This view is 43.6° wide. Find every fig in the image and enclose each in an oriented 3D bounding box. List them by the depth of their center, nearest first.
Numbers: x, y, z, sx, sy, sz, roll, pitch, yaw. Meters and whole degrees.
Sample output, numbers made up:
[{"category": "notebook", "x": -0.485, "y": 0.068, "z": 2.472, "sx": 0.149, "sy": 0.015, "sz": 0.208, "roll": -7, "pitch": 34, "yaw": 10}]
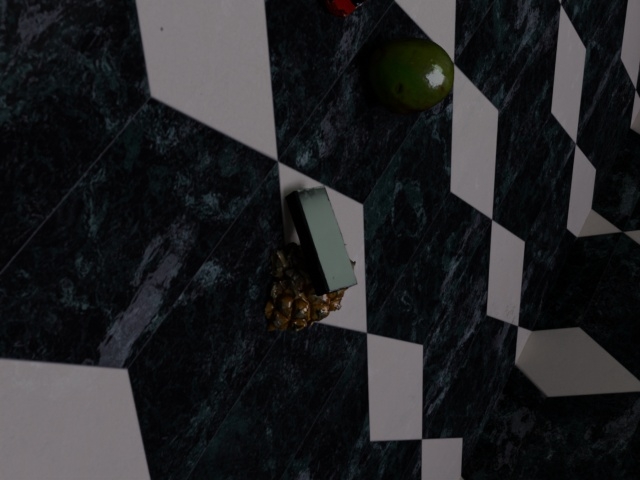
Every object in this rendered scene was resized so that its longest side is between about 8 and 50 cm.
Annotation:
[{"category": "fig", "x": 0.193, "y": -0.369, "z": 1.770, "sx": 0.191, "sy": 0.181, "sz": 0.181, "roll": 23, "pitch": 85, "yaw": -36}]

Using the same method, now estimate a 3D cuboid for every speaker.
[{"category": "speaker", "x": 0.000, "y": 0.000, "z": 1.636, "sx": 0.082, "sy": 0.044, "sz": 0.218, "roll": -14, "pitch": 81, "yaw": -34}]

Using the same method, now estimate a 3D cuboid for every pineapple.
[{"category": "pineapple", "x": -0.018, "y": 0.069, "z": 1.680, "sx": 0.250, "sy": 0.139, "sz": 0.164, "roll": -49, "pitch": 139, "yaw": -28}]

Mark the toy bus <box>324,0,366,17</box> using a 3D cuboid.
[{"category": "toy bus", "x": 0.079, "y": -0.534, "z": 1.588, "sx": 0.195, "sy": 0.089, "sz": 0.081, "roll": -64, "pitch": 146, "yaw": -14}]
